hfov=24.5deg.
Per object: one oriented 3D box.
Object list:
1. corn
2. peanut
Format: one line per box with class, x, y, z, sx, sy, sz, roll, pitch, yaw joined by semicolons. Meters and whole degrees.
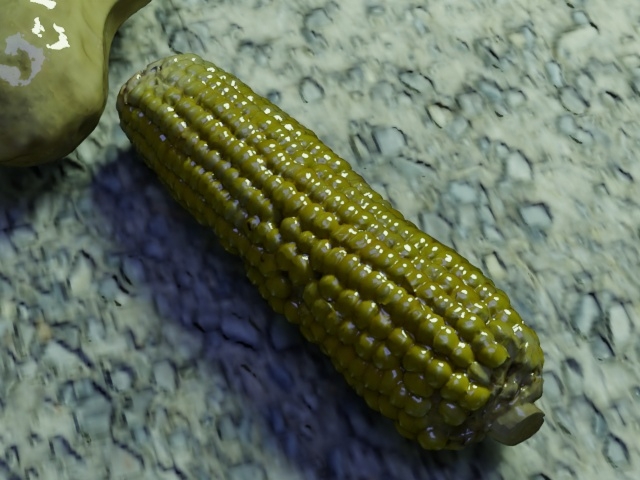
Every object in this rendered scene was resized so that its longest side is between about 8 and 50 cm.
corn;0.000;0.000;0.824;0.097;0.097;0.320;-33;60;-25
peanut;-0.158;-0.153;0.912;0.125;0.111;0.274;1;54;13
